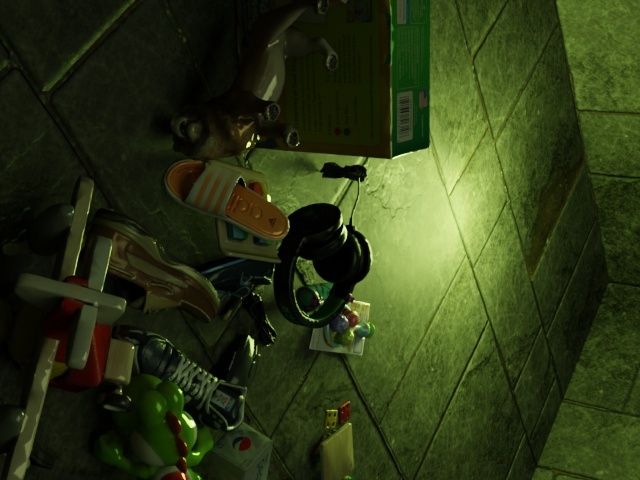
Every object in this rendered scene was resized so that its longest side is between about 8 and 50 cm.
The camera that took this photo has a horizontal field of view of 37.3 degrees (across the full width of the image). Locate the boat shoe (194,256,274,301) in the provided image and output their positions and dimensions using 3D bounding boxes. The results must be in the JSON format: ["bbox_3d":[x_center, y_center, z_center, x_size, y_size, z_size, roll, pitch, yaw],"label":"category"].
[{"bbox_3d":[-0.165,0.076,1.925,0.258,0.109,0.089,-14,97,-53],"label":"boat shoe"}]

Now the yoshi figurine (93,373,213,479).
[{"bbox_3d":[-0.303,0.386,1.735,0.203,0.203,0.362,-62,159,-58],"label":"yoshi figurine"}]

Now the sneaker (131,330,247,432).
[{"bbox_3d":[-0.243,0.273,1.808,0.099,0.153,0.282,-62,142,-29],"label":"sneaker"}]

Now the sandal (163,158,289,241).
[{"bbox_3d":[-0.165,-0.087,1.808,0.265,0.076,0.102,25,65,-17],"label":"sandal"}]

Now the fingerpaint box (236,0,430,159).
[{"bbox_3d":[0.023,-0.401,1.868,0.163,0.371,0.444,-20,112,-52],"label":"fingerpaint box"}]

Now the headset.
[{"bbox_3d":[0.000,0.000,2.119,0.243,0.185,0.394,45,65,-48],"label":"headset"}]

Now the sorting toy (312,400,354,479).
[{"bbox_3d":[0.027,0.532,2.378,0.132,0.046,0.274,-27,119,-52],"label":"sorting toy"}]

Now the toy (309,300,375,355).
[{"bbox_3d":[0.068,0.215,2.363,0.237,0.056,0.137,17,81,-57],"label":"toy"}]

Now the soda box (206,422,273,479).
[{"bbox_3d":[-0.173,0.504,1.937,0.098,0.091,0.286,-43,153,-44],"label":"soda box"}]

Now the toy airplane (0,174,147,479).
[{"bbox_3d":[-0.414,0.129,1.409,0.386,0.272,0.384,-87,-174,-70],"label":"toy airplane"}]

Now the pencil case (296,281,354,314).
[{"bbox_3d":[0.010,0.132,2.235,0.152,0.070,0.064,-7,121,-51],"label":"pencil case"}]

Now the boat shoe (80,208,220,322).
[{"bbox_3d":[-0.313,0.070,1.705,0.324,0.123,0.120,45,65,-42],"label":"boat shoe"}]

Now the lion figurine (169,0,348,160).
[{"bbox_3d":[-0.111,-0.306,1.755,0.142,0.240,0.392,44,72,-43],"label":"lion figurine"}]

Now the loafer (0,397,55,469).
[{"bbox_3d":[-0.483,0.319,1.539,0.170,0.062,0.061,58,45,-46],"label":"loafer"}]

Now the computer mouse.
[{"bbox_3d":[-0.170,0.233,1.998,0.262,0.060,0.184,-52,138,-38],"label":"computer mouse"}]

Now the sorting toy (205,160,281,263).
[{"bbox_3d":[-0.149,-0.060,1.914,0.193,0.038,0.208,11,63,-57],"label":"sorting toy"}]
